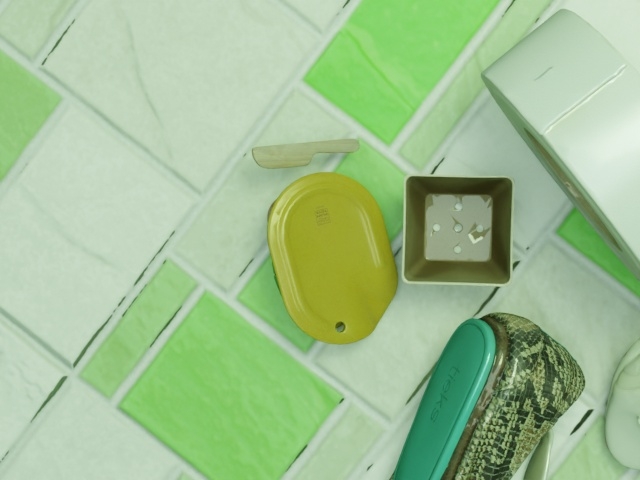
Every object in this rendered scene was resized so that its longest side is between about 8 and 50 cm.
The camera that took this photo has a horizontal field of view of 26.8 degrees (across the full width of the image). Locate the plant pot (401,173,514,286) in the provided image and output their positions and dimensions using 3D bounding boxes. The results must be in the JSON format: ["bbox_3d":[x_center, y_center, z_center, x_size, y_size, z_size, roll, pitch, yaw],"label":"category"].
[{"bbox_3d":[0.140,-0.011,1.366,0.109,0.096,0.109,1,91,6],"label":"plant pot"}]

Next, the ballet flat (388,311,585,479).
[{"bbox_3d":[0.114,0.303,1.359,0.182,0.164,0.483,30,97,-23],"label":"ballet flat"}]

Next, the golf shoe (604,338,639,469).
[{"bbox_3d":[0.351,0.142,1.270,0.115,0.140,0.306,30,134,2],"label":"golf shoe"}]

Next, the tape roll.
[{"bbox_3d":[0.273,-0.078,1.255,0.100,0.286,0.286,-38,88,7],"label":"tape roll"}]

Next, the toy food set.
[{"bbox_3d":[0.000,0.000,1.402,0.128,0.071,0.218,-14,92,-18],"label":"toy food set"}]
